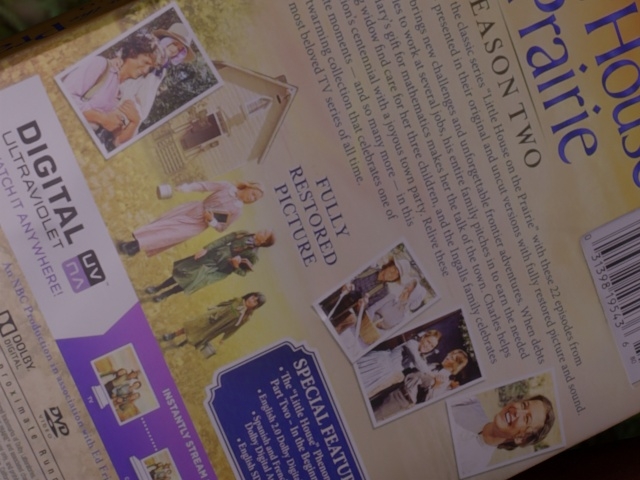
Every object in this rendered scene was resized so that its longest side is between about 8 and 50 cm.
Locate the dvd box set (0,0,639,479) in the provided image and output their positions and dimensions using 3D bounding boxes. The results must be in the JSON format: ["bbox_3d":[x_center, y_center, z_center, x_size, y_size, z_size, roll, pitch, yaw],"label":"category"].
[{"bbox_3d":[0.000,0.000,0.871,0.420,0.062,0.307,-26,111,-9],"label":"dvd box set"}]

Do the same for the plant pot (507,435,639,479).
[{"bbox_3d":[0.151,0.245,0.906,0.267,0.235,0.267,-12,121,-1],"label":"plant pot"}]
